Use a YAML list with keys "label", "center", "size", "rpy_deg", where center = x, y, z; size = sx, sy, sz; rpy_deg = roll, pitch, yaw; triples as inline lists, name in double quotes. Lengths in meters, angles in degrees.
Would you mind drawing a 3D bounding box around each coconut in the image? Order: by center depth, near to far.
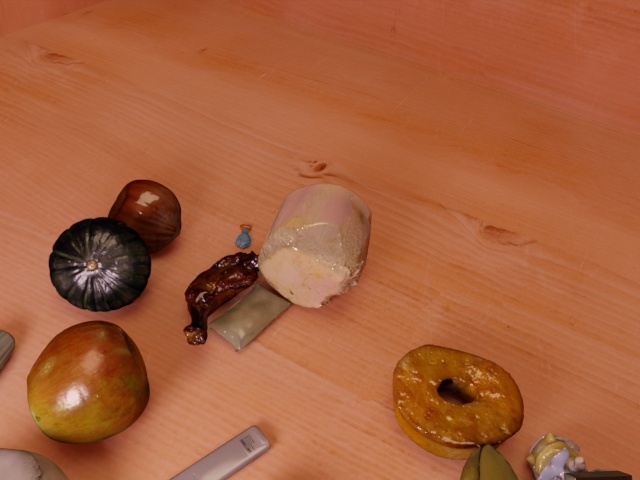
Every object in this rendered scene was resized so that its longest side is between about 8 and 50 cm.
- label: "coconut"
  center: [0.000, 0.000, 1.574]
  size: [0.297, 0.298, 0.310]
  rpy_deg: [16, 46, 8]

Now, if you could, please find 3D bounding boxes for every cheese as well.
- label: "cheese"
  center: [-0.233, -0.015, 1.759]
  size: [0.047, 0.017, 0.111]
  rpy_deg: [8, 40, -6]

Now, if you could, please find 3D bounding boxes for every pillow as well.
- label: "pillow"
  center: [-0.181, 0.194, 1.501]
  size: [0.119, 0.053, 0.208]
  rpy_deg: [28, 47, 24]

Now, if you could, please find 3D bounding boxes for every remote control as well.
- label: "remote control"
  center: [-0.223, 0.476, 1.191]
  size: [0.260, 0.029, 0.067]
  rpy_deg: [-26, 52, -31]

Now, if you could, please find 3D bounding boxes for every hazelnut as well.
- label: "hazelnut"
  center: [-0.505, -0.067, 1.662]
  size: [0.210, 0.210, 0.186]
  rpy_deg: [-21, 19, -30]

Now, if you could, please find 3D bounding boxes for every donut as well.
- label: "donut"
  center: [0.308, 0.379, 1.336]
  size: [0.302, 0.110, 0.303]
  rpy_deg: [4, 39, -3]

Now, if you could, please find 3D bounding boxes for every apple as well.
- label: "apple"
  center: [-0.482, 0.294, 1.189]
  size: [0.226, 0.246, 0.246]
  rpy_deg: [-27, 50, -14]

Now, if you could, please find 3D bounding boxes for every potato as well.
- label: "potato"
  center: [0.320, 0.554, 1.131]
  size: [0.160, 0.111, 0.272]
  rpy_deg: [41, 36, -20]

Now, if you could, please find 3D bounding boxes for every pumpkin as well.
- label: "pumpkin"
  center: [-0.559, 0.065, 1.483]
  size: [0.249, 0.216, 0.250]
  rpy_deg: [0, 72, 2]

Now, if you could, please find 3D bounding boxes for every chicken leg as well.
- label: "chicken leg"
  center: [-0.269, 0.145, 1.486]
  size: [0.157, 0.096, 0.407]
  rpy_deg: [-5, 24, 19]

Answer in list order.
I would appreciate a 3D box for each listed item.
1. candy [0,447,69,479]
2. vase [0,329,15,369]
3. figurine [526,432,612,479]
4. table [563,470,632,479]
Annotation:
- label: "candy"
  center: [-0.558, 0.501, 0.982]
  size: [0.295, 0.185, 0.296]
  rpy_deg: [-7, 44, 7]
- label: "vase"
  center: [-0.769, 0.288, 1.241]
  size: [0.128, 0.128, 0.248]
  rpy_deg: [16, 33, 9]
- label: "figurine"
  center: [0.513, 0.485, 1.211]
  size: [0.128, 0.208, 0.184]
  rpy_deg: [-51, 40, 1]
- label: "table"
  center: [0.542, 0.565, 1.063]
  size: [0.121, 0.111, 0.241]
  rpy_deg: [1, 81, -9]
